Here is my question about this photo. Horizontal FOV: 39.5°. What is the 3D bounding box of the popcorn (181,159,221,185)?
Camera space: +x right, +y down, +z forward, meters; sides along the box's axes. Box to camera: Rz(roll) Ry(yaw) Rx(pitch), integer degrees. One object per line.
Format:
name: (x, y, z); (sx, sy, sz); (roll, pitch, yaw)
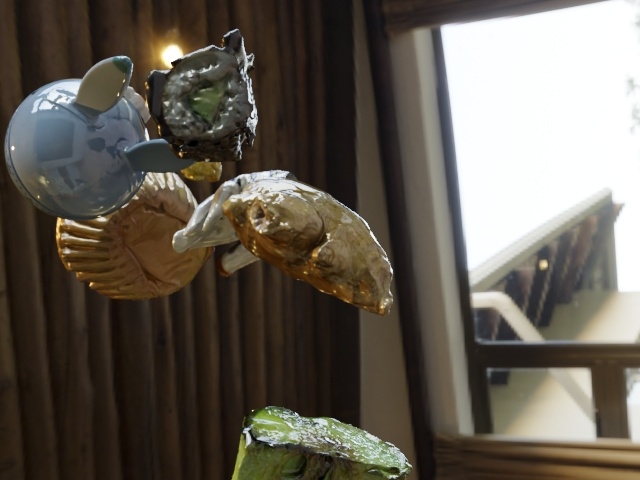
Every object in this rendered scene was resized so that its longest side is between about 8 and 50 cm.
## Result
popcorn: (-0.190, -0.122, 1.443); (0.084, 0.084, 0.084); (15, -107, -61)

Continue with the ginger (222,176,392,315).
ginger: (0.000, 0.000, 1.177); (0.219, 0.270, 0.123); (24, -88, -49)

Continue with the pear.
pear: (-0.020, 0.383, 1.242); (0.164, 0.239, 0.255); (-138, 61, -81)

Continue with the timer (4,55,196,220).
timer: (-0.232, -0.121, 0.975); (0.175, 0.256, 0.175); (38, -143, -36)

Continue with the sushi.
sushi: (-0.101, -0.123, 0.791); (0.084, 0.094, 0.098); (77, -176, -80)

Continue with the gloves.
gloves: (-0.139, -0.035, 1.476); (0.140, 0.219, 0.131); (59, -154, -44)

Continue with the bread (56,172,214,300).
bread: (-0.327, -0.018, 1.585); (0.274, 0.149, 0.273); (-10, -73, -35)
